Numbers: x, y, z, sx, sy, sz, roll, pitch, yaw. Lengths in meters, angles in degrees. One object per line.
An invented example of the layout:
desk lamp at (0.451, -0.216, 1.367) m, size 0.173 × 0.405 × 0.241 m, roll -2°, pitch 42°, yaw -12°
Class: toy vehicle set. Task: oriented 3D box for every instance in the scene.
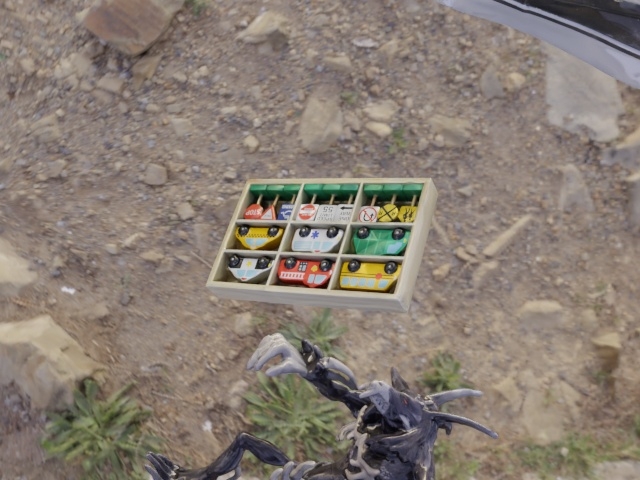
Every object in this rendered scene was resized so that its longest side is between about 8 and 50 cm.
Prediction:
toy vehicle set at (0.000, 0.000, 0.974) m, size 0.035 × 0.267 × 0.166 m, roll 52°, pitch 48°, yaw -49°

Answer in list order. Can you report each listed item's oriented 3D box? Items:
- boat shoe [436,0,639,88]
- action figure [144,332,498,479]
boat shoe at (0.139, -0.171, 0.483) m, size 0.219 × 0.070 × 0.077 m, roll 26°, pitch 49°, yaw 6°
action figure at (-0.010, 0.168, 0.614) m, size 0.276 × 0.164 × 0.141 m, roll -29°, pitch 126°, yaw 11°
